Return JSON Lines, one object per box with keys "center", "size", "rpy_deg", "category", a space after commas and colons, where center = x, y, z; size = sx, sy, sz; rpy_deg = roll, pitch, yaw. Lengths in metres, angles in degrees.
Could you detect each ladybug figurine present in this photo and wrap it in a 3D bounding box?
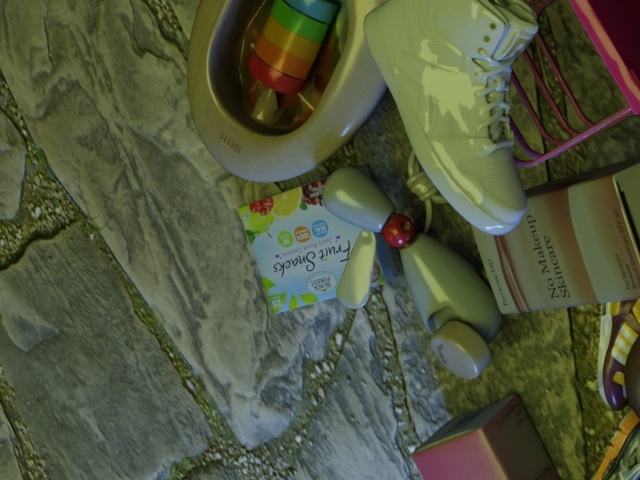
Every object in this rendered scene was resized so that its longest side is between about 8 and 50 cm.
{"center": [-0.016, -0.289, 1.626], "size": [0.305, 0.162, 0.449], "rpy_deg": [40, 119, 16], "category": "ladybug figurine"}

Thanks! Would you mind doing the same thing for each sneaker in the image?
{"center": [0.412, 0.140, 1.541], "size": [0.084, 0.069, 0.185], "rpy_deg": [5, 106, 30], "category": "sneaker"}
{"center": [0.173, -0.162, 1.251], "size": [0.169, 0.108, 0.292], "rpy_deg": [-33, 83, 41], "category": "sneaker"}
{"center": [0.408, 0.332, 1.584], "size": [0.083, 0.084, 0.215], "rpy_deg": [27, 113, 17], "category": "sneaker"}

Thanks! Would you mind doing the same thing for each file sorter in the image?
{"center": [0.305, -0.220, 1.386], "size": [0.182, 0.291, 0.202], "rpy_deg": [-31, 86, 35], "category": "file sorter"}

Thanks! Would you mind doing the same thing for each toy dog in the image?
{"center": [0.135, 0.045, 1.627], "size": [0.333, 0.220, 0.161], "rpy_deg": [62, 153, 12], "category": "toy dog"}

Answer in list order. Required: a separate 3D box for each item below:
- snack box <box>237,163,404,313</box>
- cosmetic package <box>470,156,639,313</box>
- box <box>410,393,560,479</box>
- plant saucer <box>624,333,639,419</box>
{"center": [0.000, 0.000, 1.742], "size": [0.207, 0.070, 0.174], "rpy_deg": [-16, 93, 33], "category": "snack box"}
{"center": [0.329, -0.005, 1.439], "size": [0.296, 0.129, 0.153], "rpy_deg": [-19, 91, 64], "category": "cosmetic package"}
{"center": [0.252, 0.357, 1.639], "size": [0.127, 0.148, 0.232], "rpy_deg": [-28, 88, 31], "category": "box"}
{"center": [0.489, 0.180, 1.490], "size": [0.199, 0.036, 0.198], "rpy_deg": [3, 107, 11], "category": "plant saucer"}
